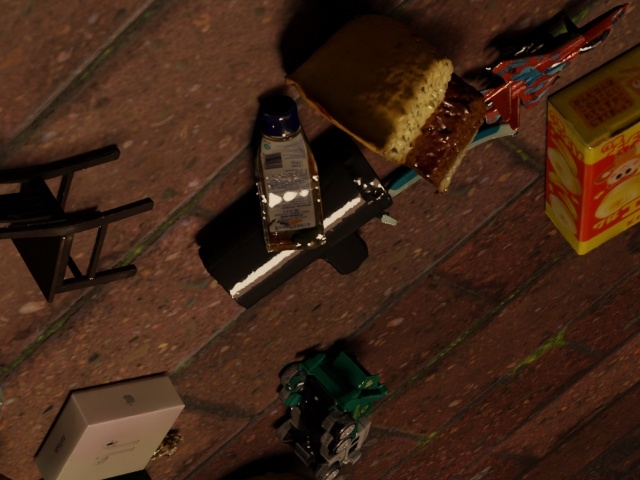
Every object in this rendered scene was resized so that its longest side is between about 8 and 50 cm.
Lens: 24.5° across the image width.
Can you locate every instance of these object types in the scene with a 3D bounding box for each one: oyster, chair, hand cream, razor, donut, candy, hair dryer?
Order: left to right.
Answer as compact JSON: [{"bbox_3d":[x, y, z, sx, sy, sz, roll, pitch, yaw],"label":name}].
[{"bbox_3d":[-0.260,-0.005,1.262,0.212,0.084,0.101,-15,143,-33],"label":"chair"},{"bbox_3d":[-0.207,0.256,1.801,0.051,0.034,0.093,-32,169,33],"label":"oyster"},{"bbox_3d":[-0.032,-0.062,1.409,0.062,0.039,0.163,-8,125,-3],"label":"hand cream"},{"bbox_3d":[0.000,0.000,1.565,0.197,0.089,0.251,-38,159,6],"label":"hair dryer"},{"bbox_3d":[0.063,-0.138,1.352,0.112,0.151,0.295,-51,164,4],"label":"donut"},{"bbox_3d":[0.132,-0.083,1.616,0.191,0.037,0.068,-34,-162,-8],"label":"razor"},{"bbox_3d":[0.350,-0.102,1.768,0.146,0.088,0.276,-32,153,-7],"label":"candy"}]

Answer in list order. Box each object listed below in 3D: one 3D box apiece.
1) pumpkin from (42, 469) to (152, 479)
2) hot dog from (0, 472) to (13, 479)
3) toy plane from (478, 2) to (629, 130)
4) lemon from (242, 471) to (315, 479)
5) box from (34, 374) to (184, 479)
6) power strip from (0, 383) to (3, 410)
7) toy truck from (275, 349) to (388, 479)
[{"bbox_3d":[-0.307,0.429,1.795,0.293,0.197,0.263,-41,150,9],"label":"pumpkin"},{"bbox_3d":[-0.377,0.312,1.384,0.185,0.223,0.405,-34,154,-2],"label":"hot dog"},{"bbox_3d":[0.237,-0.192,1.530,0.189,0.061,0.130,-43,151,8],"label":"toy plane"},{"bbox_3d":[-0.070,0.464,2.044,0.258,0.258,0.310,-5,133,-44],"label":"lemon"},{"bbox_3d":[-0.242,0.218,1.678,0.129,0.051,0.130,-8,143,-41],"label":"box"},{"bbox_3d":[-0.421,0.186,1.427,0.253,0.054,0.167,2,139,-49],"label":"power strip"},{"bbox_3d":[0.020,0.220,1.915,0.116,0.110,0.216,-34,155,-25],"label":"toy truck"}]
